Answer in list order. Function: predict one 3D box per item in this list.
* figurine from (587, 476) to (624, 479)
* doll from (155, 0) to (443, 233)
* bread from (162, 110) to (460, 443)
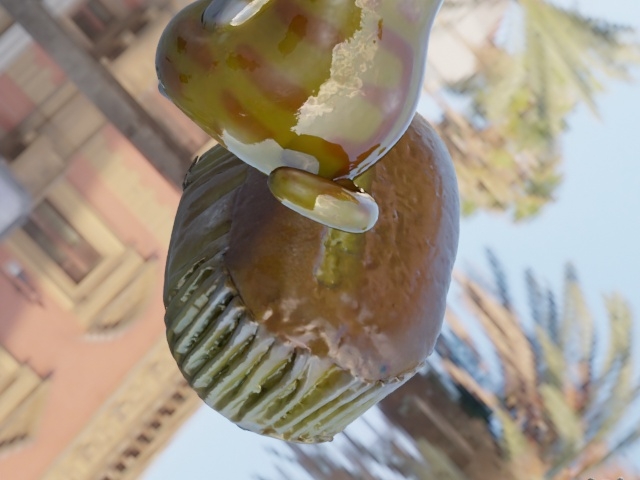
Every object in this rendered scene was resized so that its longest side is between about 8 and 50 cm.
[{"bbox_3d":[0.275,0.271,1.354,0.184,0.128,0.208,8,-124,20],"label":"figurine"},{"bbox_3d":[0.010,-0.156,0.994,0.167,0.162,0.269,-7,118,-74],"label":"doll"},{"bbox_3d":[0.000,0.000,1.273,0.156,0.204,0.288,-44,-158,46],"label":"bread"}]
